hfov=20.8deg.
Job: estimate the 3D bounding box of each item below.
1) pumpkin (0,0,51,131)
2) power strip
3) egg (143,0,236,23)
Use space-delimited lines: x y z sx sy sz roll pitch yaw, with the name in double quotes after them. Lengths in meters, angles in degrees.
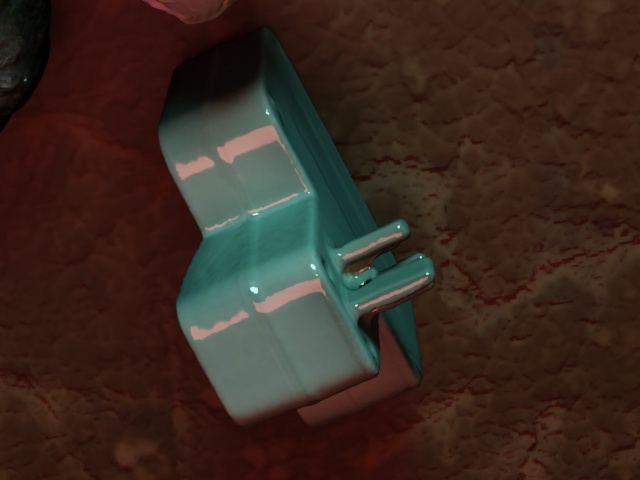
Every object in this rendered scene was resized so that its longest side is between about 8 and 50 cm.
-0.271 -0.129 1.069 0.212 0.152 0.211 -11 126 -15 "pumpkin"
0.000 0.000 1.082 0.141 0.261 0.229 -24 111 10 "power strip"
-0.079 -0.265 0.923 0.162 0.206 0.271 -48 119 -17 "egg"
